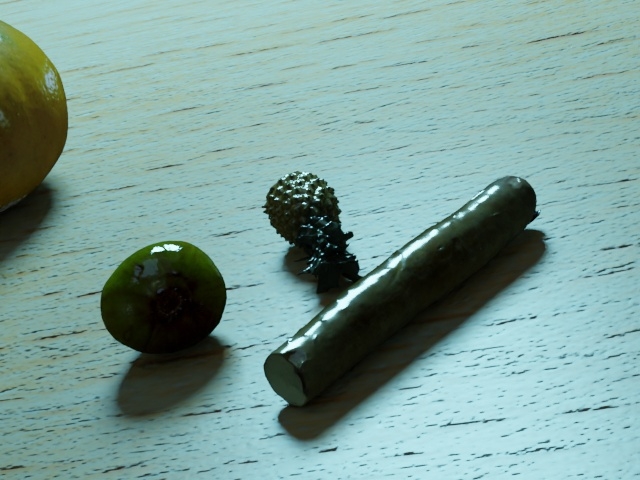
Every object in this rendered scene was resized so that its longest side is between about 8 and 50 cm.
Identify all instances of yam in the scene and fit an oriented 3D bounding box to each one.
[{"bbox_3d":[0.062,0.027,1.300,0.046,0.046,0.264,11,37,43],"label":"yam"}]

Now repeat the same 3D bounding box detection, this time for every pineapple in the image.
[{"bbox_3d":[0.000,0.000,1.399,0.058,0.058,0.124,-19,39,-8],"label":"pineapple"}]

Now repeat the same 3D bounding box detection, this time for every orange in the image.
[{"bbox_3d":[-0.335,-0.102,1.638,0.240,0.171,0.240,-13,26,7],"label":"orange"}]

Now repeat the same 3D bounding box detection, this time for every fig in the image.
[{"bbox_3d":[-0.110,0.039,1.346,0.084,0.082,0.098,-56,15,-3],"label":"fig"}]
